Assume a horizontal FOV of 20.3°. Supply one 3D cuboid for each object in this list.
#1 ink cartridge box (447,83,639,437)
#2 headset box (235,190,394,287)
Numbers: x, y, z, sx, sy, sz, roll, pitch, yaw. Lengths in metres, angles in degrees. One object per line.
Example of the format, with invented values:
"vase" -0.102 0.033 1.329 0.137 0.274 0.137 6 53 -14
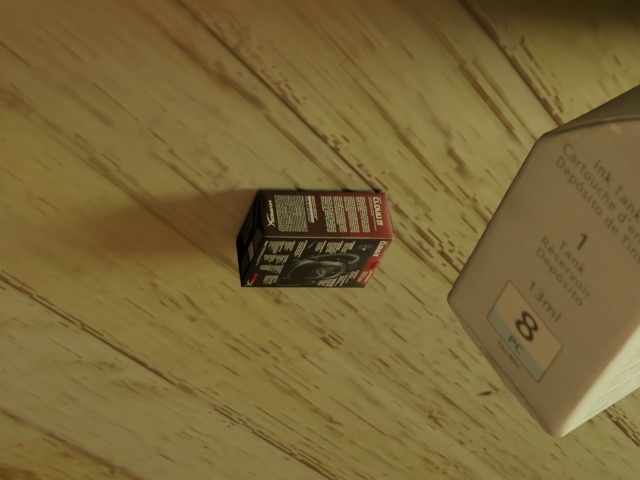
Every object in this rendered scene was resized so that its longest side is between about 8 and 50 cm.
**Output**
"ink cartridge box" 0.233 -0.100 0.689 0.308 0.091 0.385 -28 159 -26
"headset box" 0.000 0.000 1.008 0.083 0.032 0.062 -1 152 -16
